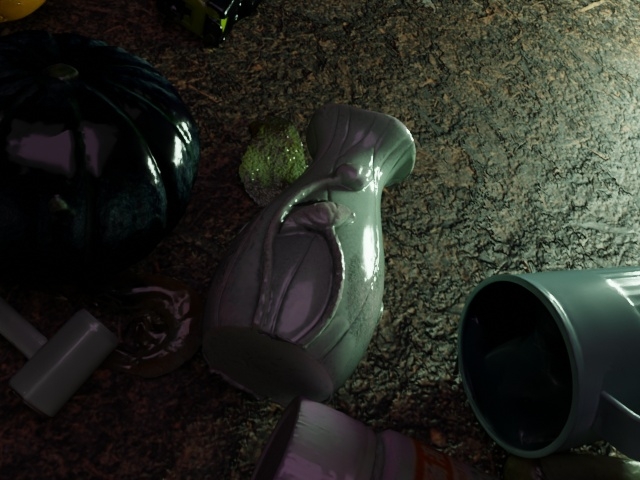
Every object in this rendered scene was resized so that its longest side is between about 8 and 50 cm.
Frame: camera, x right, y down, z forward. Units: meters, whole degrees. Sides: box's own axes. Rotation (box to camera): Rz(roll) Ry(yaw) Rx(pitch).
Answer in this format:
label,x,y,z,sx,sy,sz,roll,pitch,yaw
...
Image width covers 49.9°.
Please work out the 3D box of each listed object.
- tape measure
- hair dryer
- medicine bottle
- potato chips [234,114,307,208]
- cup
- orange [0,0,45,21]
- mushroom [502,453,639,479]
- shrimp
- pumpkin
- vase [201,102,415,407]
label,x,y,z,sx,sy,sz,roll,pitch,yaw
tape measure,-0.210,-0.467,1.253,0.186,0.112,0.199,32,56,2
hair dryer,-0.388,0.109,0.901,0.236,0.073,0.131,34,73,18
medicine bottle,0.105,0.357,0.841,0.388,0.219,0.219,27,57,-3
potato chips,-0.082,-0.124,1.159,0.142,0.026,0.209,-16,71,-29
cup,0.421,0.161,0.998,0.311,0.331,0.256,-4,84,-23
orange,-0.523,-0.466,1.072,0.240,0.240,0.240,8,60,-14
mushroom,0.413,0.370,1.024,0.312,0.081,0.099,10,63,-18
shrimp,-0.283,0.105,0.950,0.251,0.052,0.143,13,71,-3
pumpkin,-0.348,-0.114,0.909,0.364,0.266,0.363,8,44,-8
vase,0.000,0.000,0.995,0.250,0.250,0.445,26,55,-4
